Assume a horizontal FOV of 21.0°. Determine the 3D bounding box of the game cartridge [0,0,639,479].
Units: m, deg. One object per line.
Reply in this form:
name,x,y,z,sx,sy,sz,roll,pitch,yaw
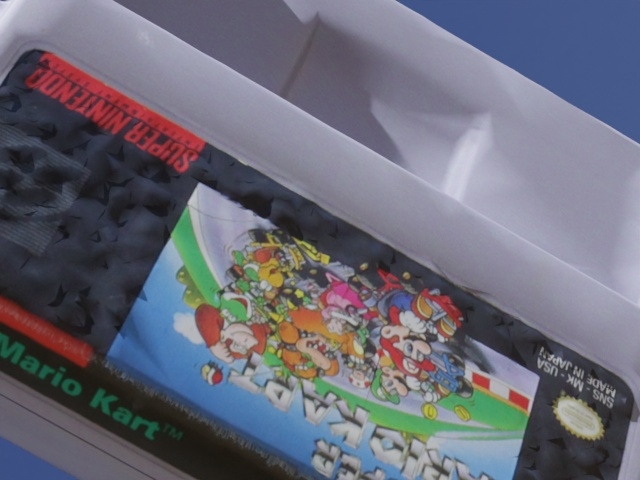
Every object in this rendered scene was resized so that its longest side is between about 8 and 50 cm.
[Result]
game cartridge,0.000,0.000,0.555,0.068,0.355,0.230,-55,8,40
